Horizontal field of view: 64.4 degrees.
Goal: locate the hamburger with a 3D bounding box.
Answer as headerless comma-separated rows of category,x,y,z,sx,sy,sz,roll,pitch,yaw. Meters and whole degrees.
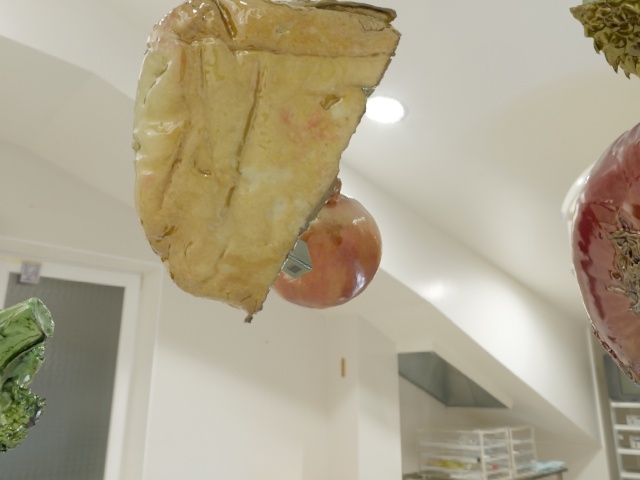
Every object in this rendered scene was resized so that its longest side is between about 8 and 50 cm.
hamburger,-0.080,-0.114,0.496,0.209,0.330,0.162,27,0,-13

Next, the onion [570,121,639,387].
onion,0.430,0.019,0.494,0.285,0.347,0.347,-18,-11,-16

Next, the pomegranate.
pomegranate,0.000,0.000,1.034,0.252,0.229,0.270,-4,-59,-16

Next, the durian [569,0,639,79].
durian,0.306,-0.260,0.459,0.166,0.306,0.172,6,-23,16

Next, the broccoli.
broccoli,-0.387,0.133,0.576,0.194,0.219,0.194,-30,1,0

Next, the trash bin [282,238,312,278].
trash bin,-0.060,0.016,0.826,0.043,0.061,0.092,-30,-37,21
